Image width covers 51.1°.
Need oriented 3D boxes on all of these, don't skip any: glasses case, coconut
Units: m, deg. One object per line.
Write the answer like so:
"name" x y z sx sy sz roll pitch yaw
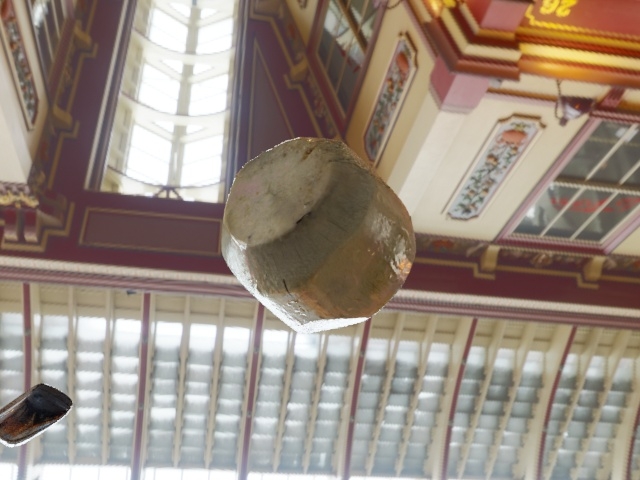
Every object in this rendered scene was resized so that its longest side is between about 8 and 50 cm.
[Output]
"glasses case" -0.231 0.140 0.523 0.033 0.083 0.023 42 -150 -27
"coconut" 0.002 -0.002 0.829 0.227 0.230 0.227 -18 -131 22
